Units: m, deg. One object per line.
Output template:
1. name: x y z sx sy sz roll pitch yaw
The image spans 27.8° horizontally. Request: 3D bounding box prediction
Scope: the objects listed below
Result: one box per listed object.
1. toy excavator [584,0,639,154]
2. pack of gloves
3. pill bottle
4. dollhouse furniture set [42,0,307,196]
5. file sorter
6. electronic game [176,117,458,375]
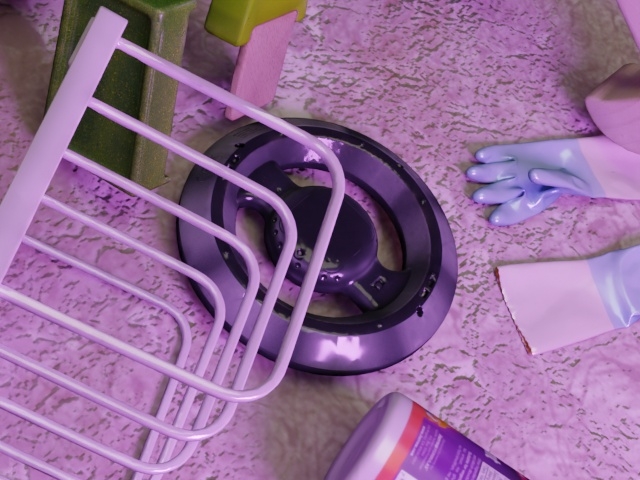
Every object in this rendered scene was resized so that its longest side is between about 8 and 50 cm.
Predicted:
1. toy excavator: 0.175 -0.320 1.127 0.445 0.433 0.222 28 48 32
2. pack of gloves: 0.248 -0.015 1.130 0.232 0.046 0.195 -9 66 -27
3. pill bottle: 0.101 0.201 0.908 0.193 0.108 0.108 35 55 -3
4. dollhouse furniture set: -0.188 -0.194 1.028 0.301 0.151 0.197 30 36 21
5. file sorter: -0.132 0.040 0.798 0.173 0.278 0.193 27 55 -13
6. electronic game: 0.000 0.000 1.011 0.229 0.048 0.229 10 57 -15
